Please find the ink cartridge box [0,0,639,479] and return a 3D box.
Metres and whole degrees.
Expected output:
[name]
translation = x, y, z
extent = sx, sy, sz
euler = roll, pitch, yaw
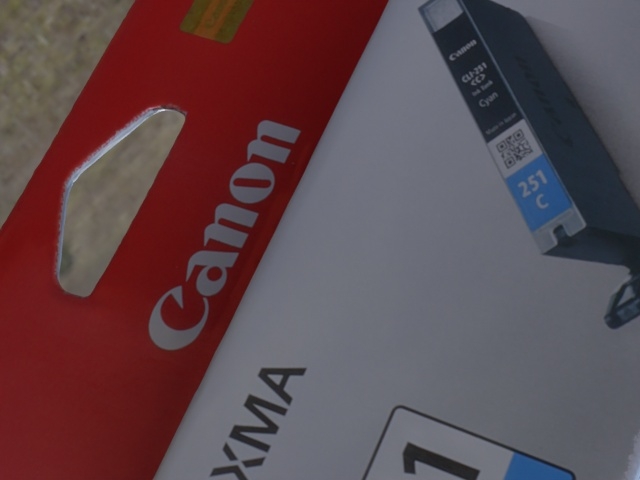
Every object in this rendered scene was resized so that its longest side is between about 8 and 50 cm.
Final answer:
[ink cartridge box]
translation = 0.000, 0.000, 0.480
extent = 0.066, 0.261, 0.296
euler = 75, 37, -63
